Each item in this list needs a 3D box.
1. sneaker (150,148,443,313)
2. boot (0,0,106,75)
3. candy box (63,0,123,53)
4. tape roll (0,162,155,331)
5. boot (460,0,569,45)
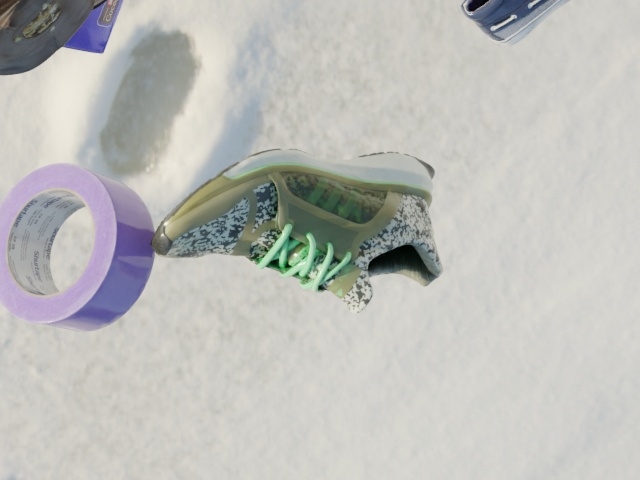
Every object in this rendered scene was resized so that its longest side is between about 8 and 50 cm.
[{"bbox_3d":[0.000,0.000,1.288,0.410,0.182,0.158,-7,152,-33],"label":"sneaker"},{"bbox_3d":[-0.107,-0.108,0.459,0.106,0.114,0.037,-42,111,-9],"label":"boot"},{"bbox_3d":[-0.247,-0.297,0.784,0.317,0.122,0.268,-4,121,-66],"label":"candy box"},{"bbox_3d":[-0.293,0.009,1.261,0.189,0.189,0.080,-32,157,17],"label":"tape roll"},{"bbox_3d":[0.256,-0.312,1.258,0.190,0.069,0.086,-45,141,19],"label":"boot"}]
